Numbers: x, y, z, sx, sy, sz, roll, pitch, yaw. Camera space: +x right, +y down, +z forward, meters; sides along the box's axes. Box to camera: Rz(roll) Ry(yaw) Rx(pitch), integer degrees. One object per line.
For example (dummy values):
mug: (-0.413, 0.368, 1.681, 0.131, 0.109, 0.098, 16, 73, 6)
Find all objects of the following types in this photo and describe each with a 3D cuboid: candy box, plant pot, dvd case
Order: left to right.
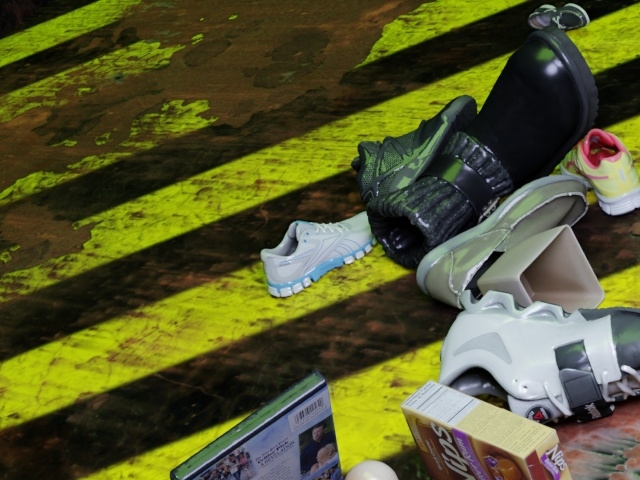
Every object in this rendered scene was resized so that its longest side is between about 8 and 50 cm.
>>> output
dvd case: (-0.057, 0.255, 1.547, 0.180, 0.253, 0.022, -33, 55, -19)
candy box: (0.174, 0.223, 1.571, 0.053, 0.109, 0.186, -37, 31, -25)
plant pot: (0.255, 0.057, 1.808, 0.109, 0.109, 0.096, -43, 22, -32)

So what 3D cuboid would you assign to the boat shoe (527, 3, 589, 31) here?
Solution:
boat shoe: (0.386, -0.359, 2.461, 0.038, 0.046, 0.125, -35, 28, -21)

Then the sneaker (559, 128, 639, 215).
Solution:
sneaker: (0.370, -0.115, 2.015, 0.081, 0.094, 0.208, -27, 28, -5)

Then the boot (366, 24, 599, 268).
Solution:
boot: (0.203, -0.107, 1.942, 0.260, 0.348, 0.131, -30, 69, -21)

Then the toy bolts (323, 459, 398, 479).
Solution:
toy bolts: (0.043, 0.276, 1.482, 0.228, 0.218, 0.158, 22, 64, 42)

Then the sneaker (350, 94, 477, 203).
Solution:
sneaker: (0.127, -0.133, 2.158, 0.130, 0.087, 0.227, 24, 66, 32)

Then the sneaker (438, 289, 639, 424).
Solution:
sneaker: (0.277, 0.150, 1.640, 0.330, 0.122, 0.146, 4, 56, 37)

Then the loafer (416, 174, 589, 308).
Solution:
loafer: (0.244, 0.011, 1.915, 0.251, 0.094, 0.087, -34, 49, -6)

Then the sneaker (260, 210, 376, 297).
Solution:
sneaker: (0.000, 0.000, 2.093, 0.190, 0.083, 0.071, -32, 29, -19)
